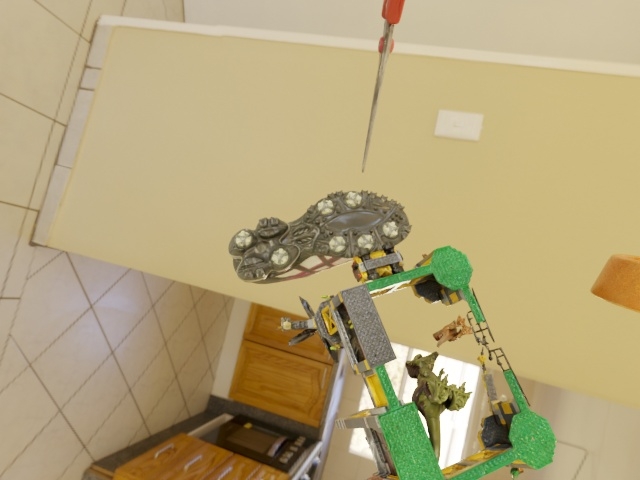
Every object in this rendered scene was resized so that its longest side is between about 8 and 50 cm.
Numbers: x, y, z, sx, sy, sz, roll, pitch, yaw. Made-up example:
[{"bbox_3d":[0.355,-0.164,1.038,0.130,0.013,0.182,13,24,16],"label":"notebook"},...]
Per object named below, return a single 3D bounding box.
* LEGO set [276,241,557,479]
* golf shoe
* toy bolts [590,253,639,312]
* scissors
[{"bbox_3d":[0.117,0.182,0.580,0.255,0.331,0.192,-21,164,-24],"label":"LEGO set"},{"bbox_3d":[0.000,0.000,0.662,0.120,0.273,0.105,78,-1,-71],"label":"golf shoe"},{"bbox_3d":[0.283,0.102,0.284,0.228,0.218,0.158,-9,109,-67],"label":"toy bolts"},{"bbox_3d":[0.070,-0.217,0.429,0.109,0.021,0.297,-92,-173,-46],"label":"scissors"}]
